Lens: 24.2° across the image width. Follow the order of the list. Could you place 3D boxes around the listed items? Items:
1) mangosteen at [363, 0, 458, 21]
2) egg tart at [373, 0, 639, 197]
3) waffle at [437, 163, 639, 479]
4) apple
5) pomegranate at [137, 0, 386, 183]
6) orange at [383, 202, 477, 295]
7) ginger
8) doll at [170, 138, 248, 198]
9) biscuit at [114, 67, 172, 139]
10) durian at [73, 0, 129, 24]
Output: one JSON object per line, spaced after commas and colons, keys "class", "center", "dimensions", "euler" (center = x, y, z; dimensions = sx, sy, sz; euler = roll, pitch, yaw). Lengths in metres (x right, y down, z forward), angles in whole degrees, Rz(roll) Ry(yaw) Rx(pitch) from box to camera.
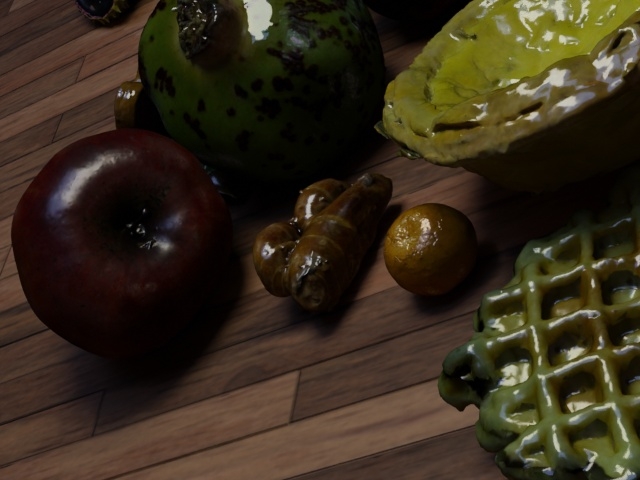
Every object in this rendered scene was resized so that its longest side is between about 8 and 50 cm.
{"class": "mangosteen", "center": [0.081, -0.313, 1.589], "dimensions": [0.184, 0.172, 0.172], "euler": [-3, 47, 24]}
{"class": "egg tart", "center": [0.212, -0.137, 1.242], "dimensions": [0.345, 0.132, 0.345], "euler": [-27, 19, 10]}
{"class": "waffle", "center": [0.248, 0.063, 1.077], "dimensions": [0.317, 0.073, 0.297], "euler": [-46, 38, -21]}
{"class": "apple", "center": [-0.198, 0.000, 1.479], "dimensions": [0.234, 0.234, 0.234], "euler": [-26, 36, 21]}
{"class": "pomegranate", "center": [-0.067, -0.185, 1.514], "dimensions": [0.254, 0.270, 0.254], "euler": [-8, 73, 27]}
{"class": "orange", "center": [0.096, 0.007, 1.294], "dimensions": [0.083, 0.070, 0.083], "euler": [-27, 46, 31]}
{"class": "ginger", "center": [0.000, 0.000, 1.402], "dimensions": [0.103, 0.073, 0.162], "euler": [12, 52, 35]}
{"class": "doll", "center": [-0.123, -0.083, 1.615], "dimensions": [0.113, 0.077, 0.078], "euler": [-16, 32, 32]}
{"class": "biscuit", "center": [-0.176, -0.146, 1.652], "dimensions": [0.039, 0.180, 0.236], "euler": [15, 75, 22]}
{"class": "durian", "center": [-0.289, -0.375, 2.133], "dimensions": [0.108, 0.119, 0.186], "euler": [-14, 34, -31]}
